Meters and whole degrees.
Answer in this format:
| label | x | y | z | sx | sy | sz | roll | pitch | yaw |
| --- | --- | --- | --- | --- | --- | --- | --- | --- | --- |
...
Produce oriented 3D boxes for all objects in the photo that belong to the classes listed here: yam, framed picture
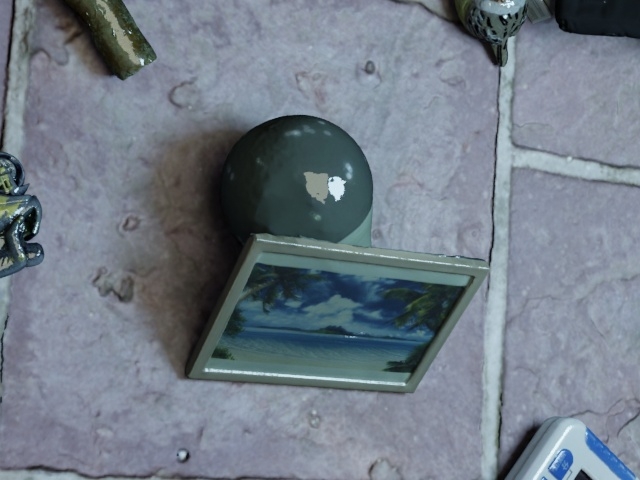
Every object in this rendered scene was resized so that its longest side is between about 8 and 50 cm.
| label | x | y | z | sx | sy | sz | roll | pitch | yaw |
| --- | --- | --- | --- | --- | --- | --- | --- | --- | --- |
| yam | -0.281 | -0.300 | 1.657 | 0.061 | 0.061 | 0.253 | -41 | 105 | -23 |
| framed picture | 0.021 | 0.092 | 1.715 | 0.315 | 0.232 | 0.024 | 7 | 40 | -25 |

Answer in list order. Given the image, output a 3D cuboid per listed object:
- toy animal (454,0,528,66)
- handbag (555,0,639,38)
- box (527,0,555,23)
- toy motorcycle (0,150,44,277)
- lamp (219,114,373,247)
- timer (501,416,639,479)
| label | x | y | z | sx | sy | sz | roll | pitch | yaw |
| --- | --- | --- | --- | --- | --- | --- | --- | --- | --- |
| toy animal | 0.236 | -0.298 | 1.899 | 0.098 | 0.098 | 0.137 | -27 | 99 | -26 |
| handbag | 0.442 | -0.395 | 1.906 | 0.244 | 0.088 | 0.275 | 6 | 84 | 16 |
| box | 0.310 | -0.388 | 1.968 | 0.129 | 0.051 | 0.130 | -41 | 106 | -24 |
| toy motorcycle | -0.367 | -0.001 | 1.590 | 0.124 | 0.061 | 0.193 | 39 | 62 | -12 |
| lamp | -0.018 | 0.002 | 1.728 | 0.182 | 0.182 | 0.313 | -23 | 119 | -26 |
| timer | 0.299 | 0.373 | 1.893 | 0.178 | 0.078 | 0.253 | 45 | 70 | -19 |
